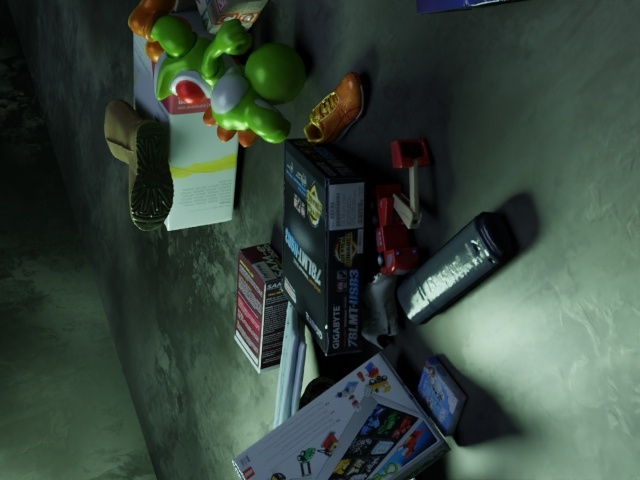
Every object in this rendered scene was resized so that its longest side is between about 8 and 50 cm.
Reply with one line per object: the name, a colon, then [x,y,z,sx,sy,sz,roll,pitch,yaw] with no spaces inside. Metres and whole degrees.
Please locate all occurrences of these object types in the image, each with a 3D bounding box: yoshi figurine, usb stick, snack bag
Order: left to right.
yoshi figurine: [-0.162,-0.325,1.708,0.362,0.203,0.203,41,130,21]
snack bag: [-0.058,0.274,1.753,0.342,0.037,0.323,-99,15,-77]
usb stick: [0.186,0.045,1.354,0.278,0.045,0.077,-50,56,58]

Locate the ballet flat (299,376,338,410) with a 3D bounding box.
ballet flat: [0.079,0.423,1.584,0.182,0.164,0.482,80,163,-49]

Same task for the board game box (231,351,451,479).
board game box: [0.029,0.342,1.514,0.193,0.305,0.053,55,-179,36]

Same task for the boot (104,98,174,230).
boot: [-0.386,-0.164,1.991,0.269,0.089,0.236,29,116,60]

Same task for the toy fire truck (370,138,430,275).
toy fire truck: [0.123,-0.046,1.421,0.135,0.047,0.192,158,105,-69]

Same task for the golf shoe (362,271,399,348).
golf shoe: [0.106,0.109,1.543,0.086,0.069,0.176,45,148,21]

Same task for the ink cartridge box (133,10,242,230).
ink cartridge box: [-0.293,-0.255,2.038,0.279,0.160,0.384,-126,34,-44]

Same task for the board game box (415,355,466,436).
board game box: [0.185,0.242,1.471,0.090,0.020,0.090,53,145,40]

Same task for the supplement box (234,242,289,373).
supplement box: [-0.118,0.141,1.974,0.130,0.073,0.239,48,142,44]

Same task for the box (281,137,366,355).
box: [0.000,0.000,1.593,0.295,0.073,0.293,-129,40,-65]

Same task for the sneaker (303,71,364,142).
sneaker: [0.023,-0.209,1.546,0.064,0.067,0.175,68,151,23]

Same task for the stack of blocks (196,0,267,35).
stack of blocks: [-0.208,-0.549,1.833,0.171,0.087,0.297,-38,67,62]

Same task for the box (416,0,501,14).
box: [0.187,-0.404,1.096,0.184,0.103,0.261,11,111,59]

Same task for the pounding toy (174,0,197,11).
pounding toy: [-0.295,-0.571,2.012,0.130,0.100,0.141,54,151,14]
